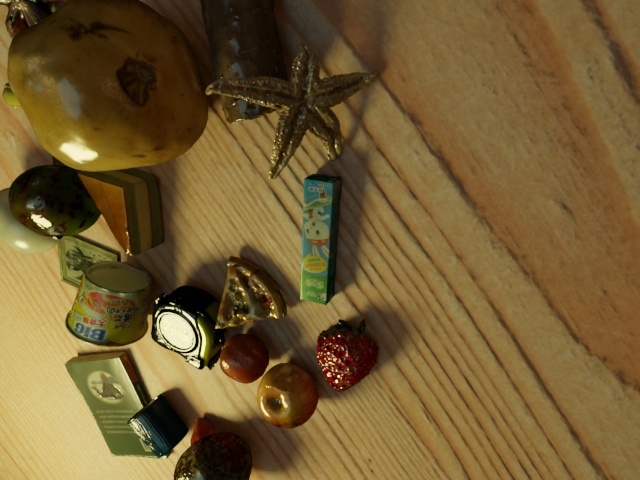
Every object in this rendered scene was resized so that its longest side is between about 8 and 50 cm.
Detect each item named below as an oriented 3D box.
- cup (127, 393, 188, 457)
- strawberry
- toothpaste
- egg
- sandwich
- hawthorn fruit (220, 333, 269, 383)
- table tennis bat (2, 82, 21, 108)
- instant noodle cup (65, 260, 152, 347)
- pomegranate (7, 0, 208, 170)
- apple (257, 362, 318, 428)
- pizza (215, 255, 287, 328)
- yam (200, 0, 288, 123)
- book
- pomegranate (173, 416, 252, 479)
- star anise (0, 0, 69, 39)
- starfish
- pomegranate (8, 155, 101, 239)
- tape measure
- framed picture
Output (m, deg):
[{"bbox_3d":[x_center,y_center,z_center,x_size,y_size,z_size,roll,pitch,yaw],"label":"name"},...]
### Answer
[{"bbox_3d":[-0.472,0.542,1.269,0.138,0.113,0.150,51,150,-1],"label":"cup"},{"bbox_3d":[0.046,0.257,0.937,0.140,0.085,0.192,46,122,1],"label":"strawberry"},{"bbox_3d":[0.000,0.000,0.883,0.065,0.050,0.266,10,113,18],"label":"toothpaste"},{"bbox_3d":[-0.794,-0.058,1.171,0.209,0.151,0.151,48,120,9],"label":"egg"},{"bbox_3d":[-0.471,-0.075,1.037,0.144,0.117,0.187,14,115,23],"label":"sandwich"},{"bbox_3d":[-0.180,0.281,1.033,0.128,0.128,0.127,8,111,22],"label":"hawthorn fruit"},{"bbox_3d":[-0.622,-0.345,1.048,0.369,0.054,0.223,7,117,20],"label":"table tennis bat"},{"bbox_3d":[-0.525,0.153,1.110,0.205,0.205,0.152,27,107,14],"label":"instant noodle cup"},{"bbox_3d":[-0.384,-0.276,0.811,0.333,0.332,0.332,8,111,22],"label":"pomegranate"},{"bbox_3d":[-0.078,0.362,1.004,0.147,0.146,0.146,8,111,22],"label":"apple"},{"bbox_3d":[-0.185,0.132,0.988,0.176,0.036,0.184,-34,85,2],"label":"pizza"},{"bbox_3d":[-0.131,-0.336,0.781,0.129,0.128,0.238,5,108,60],"label":"yam"},{"bbox_3d":[-0.638,0.527,1.374,0.261,0.043,0.370,-11,104,25],"label":"book"},{"bbox_3d":[-0.293,0.586,1.168,0.214,0.215,0.247,-59,42,29],"label":"pomegranate"},{"bbox_3d":[-0.659,-0.546,0.971,0.289,0.088,0.287,8,122,13],"label":"star anise"},{"bbox_3d":[-0.043,-0.215,0.753,0.296,0.048,0.231,-9,122,-18],"label":"starfish"},{"bbox_3d":[-0.631,-0.124,1.058,0.202,0.202,0.247,-8,78,27],"label":"pomegranate"},{"bbox_3d":[-0.316,0.203,1.070,0.199,0.112,0.186,25,124,9],"label":"tape measure"},{"bbox_3d":[-0.662,0.078,1.239,0.232,0.010,0.172,18,115,18],"label":"framed picture"}]
